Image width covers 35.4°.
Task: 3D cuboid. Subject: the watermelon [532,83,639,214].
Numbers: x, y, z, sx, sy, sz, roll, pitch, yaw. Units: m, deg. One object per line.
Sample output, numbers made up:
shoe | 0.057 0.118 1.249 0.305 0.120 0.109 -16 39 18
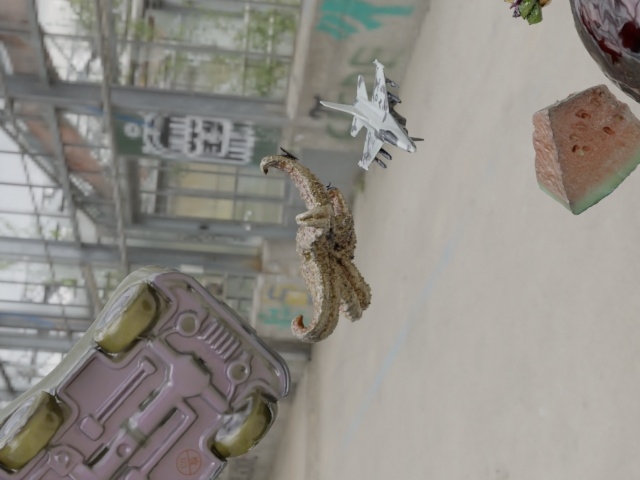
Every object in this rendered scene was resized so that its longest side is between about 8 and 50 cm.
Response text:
watermelon | 0.461 -0.193 1.793 0.140 0.193 0.256 48 -179 44

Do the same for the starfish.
starfish | -0.004 -0.001 1.514 0.312 0.113 0.303 15 -121 -76

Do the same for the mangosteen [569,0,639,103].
mangosteen | 0.434 -0.311 0.950 0.381 0.421 0.381 52 -156 -36

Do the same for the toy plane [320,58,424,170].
toy plane | 0.091 -0.162 1.399 0.234 0.082 0.160 36 125 49

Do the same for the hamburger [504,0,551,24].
hamburger | 0.327 -0.436 1.587 0.164 0.093 0.189 69 -153 -72

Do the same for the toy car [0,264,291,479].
toy car | -0.224 0.207 1.168 0.336 0.242 0.226 -50 16 -12
